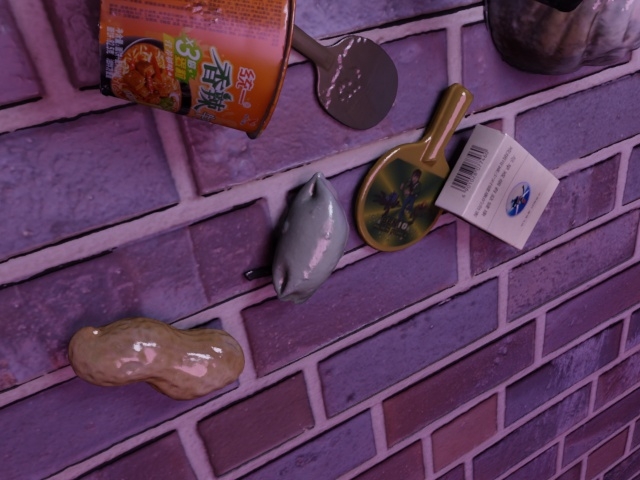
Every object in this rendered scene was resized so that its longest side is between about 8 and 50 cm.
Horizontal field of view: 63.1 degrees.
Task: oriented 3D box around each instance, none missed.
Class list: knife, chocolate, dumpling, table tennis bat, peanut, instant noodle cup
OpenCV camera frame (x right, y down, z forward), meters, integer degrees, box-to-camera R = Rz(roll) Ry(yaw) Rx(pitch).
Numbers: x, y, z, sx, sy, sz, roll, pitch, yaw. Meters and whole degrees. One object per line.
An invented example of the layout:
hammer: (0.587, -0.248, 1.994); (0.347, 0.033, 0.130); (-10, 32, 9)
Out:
knife: (-0.050, 0.049, 0.884); (0.170, 0.010, 0.023); (-8, 115, -29)
chocolate: (0.451, -0.417, 0.852); (0.303, 0.213, 0.303); (-13, 118, -25)
dumpling: (-0.012, -0.002, 0.842); (0.105, 0.149, 0.216); (15, 99, 5)
table tennis bat: (0.031, -0.258, 0.792); (0.234, 0.022, 0.131); (25, 98, -38)
table tennis bat: (0.172, -0.124, 0.922); (0.198, 0.050, 0.321); (19, 104, -38)
peanut: (-0.234, 0.175, 0.775); (0.263, 0.101, 0.117); (21, 80, -35)
instant noodle cup: (-0.146, -0.237, 0.581); (0.182, 0.230, 0.230); (2, 110, -22)

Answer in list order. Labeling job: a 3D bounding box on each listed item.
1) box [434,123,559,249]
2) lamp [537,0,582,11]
box: (0.344, -0.094, 0.997); (0.256, 0.069, 0.164); (20, 100, -44)
lamp: (0.196, -0.483, 0.633); (0.374, 0.205, 0.272); (17, 91, 4)
